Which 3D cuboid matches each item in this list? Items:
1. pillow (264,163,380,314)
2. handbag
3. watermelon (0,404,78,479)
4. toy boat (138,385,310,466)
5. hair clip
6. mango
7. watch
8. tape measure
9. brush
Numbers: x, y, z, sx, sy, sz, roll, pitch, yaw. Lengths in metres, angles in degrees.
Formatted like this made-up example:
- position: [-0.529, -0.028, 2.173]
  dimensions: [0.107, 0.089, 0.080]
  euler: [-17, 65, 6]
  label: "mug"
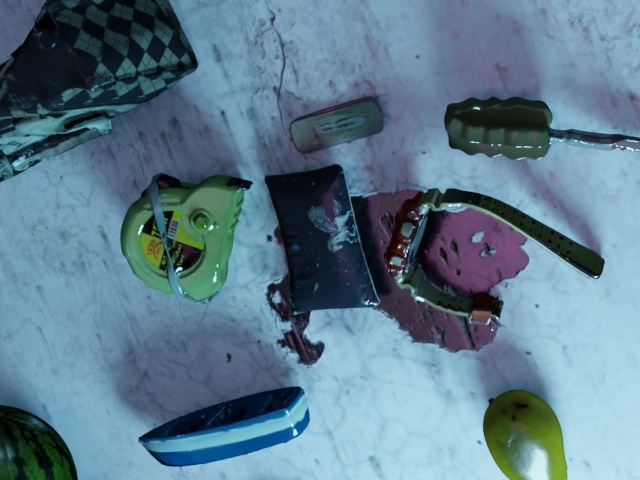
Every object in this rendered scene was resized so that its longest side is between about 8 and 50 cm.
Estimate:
- position: [0.000, 0.000, 1.425]
  dimensions: [0.141, 0.055, 0.208]
  euler: [-7, 100, 29]
  label: "pillow"
- position: [-0.413, -0.184, 1.401]
  dimensions: [0.416, 0.317, 0.180]
  euler: [-26, 99, 25]
  label: "handbag"
- position: [-0.529, 0.402, 1.605]
  dimensions: [0.285, 0.285, 0.285]
  euler: [5, 104, 20]
  label: "watermelon"
- position: [-0.152, 0.291, 1.537]
  dimensions: [0.299, 0.096, 0.061]
  euler: [-18, 104, 26]
  label: "toy boat"
- position: [0.024, -0.159, 1.396]
  dimensions: [0.137, 0.022, 0.054]
  euler: [-15, 98, 24]
  label: "hair clip"
- position: [0.283, 0.279, 1.373]
  dimensions: [0.103, 0.076, 0.161]
  euler: [-23, 102, 18]
  label: "mango"
- position: [0.217, 0.031, 1.338]
  dimensions: [0.269, 0.102, 0.164]
  euler: [27, 118, 4]
  label: "watch"
- position: [-0.201, -0.007, 1.478]
  dimensions: [0.175, 0.106, 0.199]
  euler: [13, 109, 4]
  label: "tape measure"
- position: [0.307, -0.133, 1.270]
  dimensions: [0.301, 0.084, 0.071]
  euler: [7, 73, 12]
  label: "brush"
